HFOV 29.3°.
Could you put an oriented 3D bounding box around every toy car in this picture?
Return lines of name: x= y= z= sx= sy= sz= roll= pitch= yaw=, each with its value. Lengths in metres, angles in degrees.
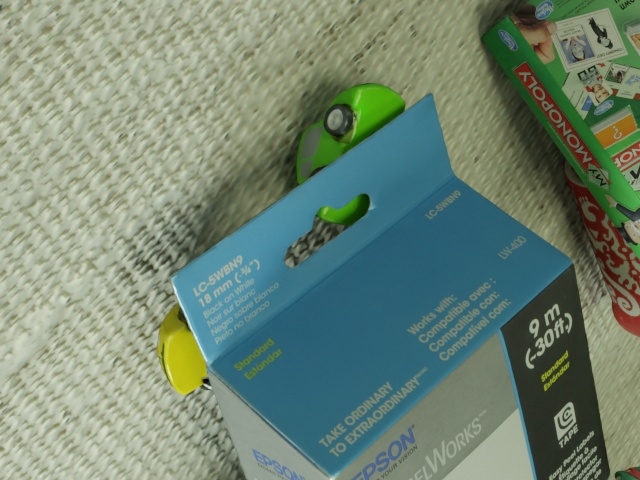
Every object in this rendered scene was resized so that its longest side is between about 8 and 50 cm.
toy car: x=0.000 y=0.000 z=0.835 sx=0.239 sy=0.053 sz=0.224 roll=11 pitch=98 yaw=-43

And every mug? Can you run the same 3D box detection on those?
mug: x=0.276 y=-0.024 z=1.047 sx=0.113 sy=0.150 sz=0.169 roll=-20 pitch=125 yaw=18

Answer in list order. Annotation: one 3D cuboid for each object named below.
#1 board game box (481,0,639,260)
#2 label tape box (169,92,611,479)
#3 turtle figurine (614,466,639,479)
board game box: x=0.303 y=-0.156 z=0.965 sx=0.317 sy=0.046 sz=0.213 roll=-36 pitch=92 yaw=-25
label tape box: x=0.067 y=0.108 z=0.820 sx=0.241 sy=0.106 sz=0.333 roll=-37 pitch=127 yaw=-29
turtle figurine: x=0.226 y=0.261 z=1.091 sx=0.234 sy=0.118 sz=0.175 roll=-48 pitch=125 yaw=-6
